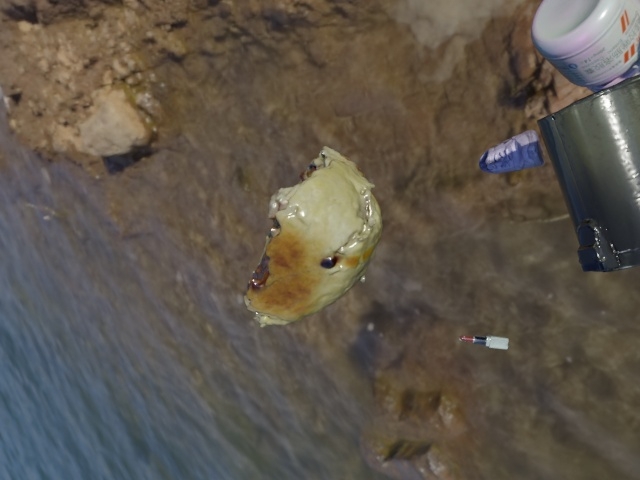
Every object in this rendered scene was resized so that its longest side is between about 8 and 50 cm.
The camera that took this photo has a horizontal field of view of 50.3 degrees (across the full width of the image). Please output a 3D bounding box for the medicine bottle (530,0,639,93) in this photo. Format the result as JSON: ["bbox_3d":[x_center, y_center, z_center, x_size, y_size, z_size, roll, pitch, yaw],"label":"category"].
[{"bbox_3d":[0.699,-0.492,1.686,0.241,0.302,0.241,-37,38,35],"label":"medicine bottle"}]

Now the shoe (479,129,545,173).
[{"bbox_3d":[0.491,-0.217,1.760,0.245,0.137,0.095,-52,-59,-83],"label":"shoe"}]

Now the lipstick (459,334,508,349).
[{"bbox_3d":[0.355,0.218,1.489,0.025,0.107,0.025,-136,53,-85],"label":"lipstick"}]

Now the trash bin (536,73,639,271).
[{"bbox_3d":[0.525,-0.116,1.210,0.302,0.252,0.203,70,160,0],"label":"trash bin"}]

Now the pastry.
[{"bbox_3d":[-0.001,0.002,1.001,0.170,0.237,0.256,25,121,-2],"label":"pastry"}]
